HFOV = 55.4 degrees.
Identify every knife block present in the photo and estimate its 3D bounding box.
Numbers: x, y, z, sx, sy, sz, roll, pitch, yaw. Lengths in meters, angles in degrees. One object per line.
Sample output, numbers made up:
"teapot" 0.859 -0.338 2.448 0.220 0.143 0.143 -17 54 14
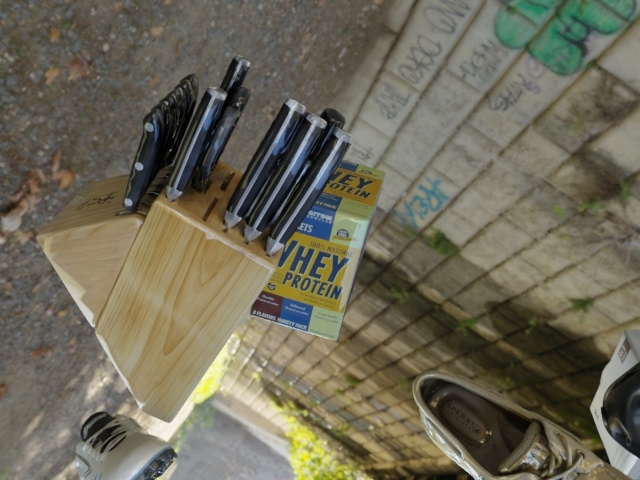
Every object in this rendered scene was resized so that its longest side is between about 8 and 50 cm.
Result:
"knife block" -0.069 0.010 0.468 0.088 0.242 0.275 -73 150 -55

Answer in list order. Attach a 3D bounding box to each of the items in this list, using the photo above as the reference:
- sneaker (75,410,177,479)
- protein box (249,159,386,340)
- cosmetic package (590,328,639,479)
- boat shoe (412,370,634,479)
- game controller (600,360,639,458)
"sneaker" -0.209 0.217 0.618 0.085 0.086 0.237 -40 -175 -29
"protein box" 0.000 0.000 0.919 0.199 0.136 0.201 -64 169 -61
"cosmetic package" 0.642 0.249 0.920 0.156 0.386 0.217 -92 177 -49
"boat shoe" 0.218 0.233 0.617 0.109 0.302 0.098 -49 141 -11
"game controller" 0.358 0.149 0.385 0.166 0.319 0.067 103 12 -46
